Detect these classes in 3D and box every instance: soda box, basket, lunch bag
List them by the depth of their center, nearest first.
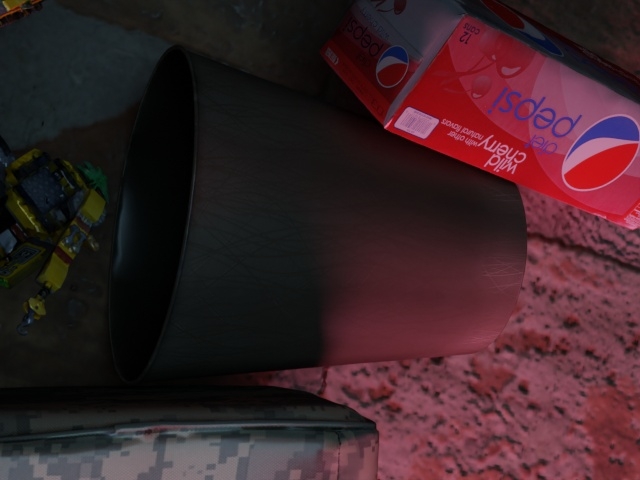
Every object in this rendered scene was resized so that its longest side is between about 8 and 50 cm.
[{"bbox_3d":[-0.129,0.214,0.775,0.305,0.212,0.256,1,88,-19],"label":"lunch bag"},{"bbox_3d":[0.000,0.000,0.862,0.226,0.154,0.204,8,96,-23],"label":"basket"},{"bbox_3d":[0.129,-0.090,0.875,0.263,0.092,0.083,19,115,-42],"label":"soda box"}]

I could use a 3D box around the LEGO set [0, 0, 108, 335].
[{"bbox_3d":[-0.219,-0.057,0.695,0.255,0.192,0.331,59,33,1],"label":"LEGO set"}]
